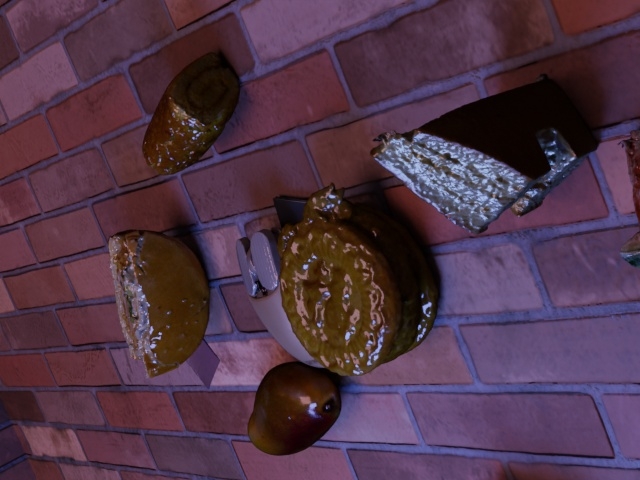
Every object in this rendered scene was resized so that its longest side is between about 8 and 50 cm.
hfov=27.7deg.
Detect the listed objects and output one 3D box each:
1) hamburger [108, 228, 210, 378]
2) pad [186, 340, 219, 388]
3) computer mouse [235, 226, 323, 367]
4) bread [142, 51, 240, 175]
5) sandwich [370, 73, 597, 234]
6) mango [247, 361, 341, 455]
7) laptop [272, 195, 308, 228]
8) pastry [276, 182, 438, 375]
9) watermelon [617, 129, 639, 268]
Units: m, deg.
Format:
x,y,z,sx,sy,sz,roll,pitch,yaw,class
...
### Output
x,y,z,sx,sy,sz,roll,pitch,yaw,class
-0.266,0.093,2.220,0.144,0.157,0.282,-127,28,-53,hamburger
-0.250,0.178,2.402,0.187,0.006,0.113,50,145,19,pad
-0.045,0.090,1.938,0.236,0.082,0.145,60,152,-8,computer mouse
-0.194,-0.185,1.941,0.103,0.132,0.172,39,146,-4,bread
0.171,-0.087,1.365,0.122,0.236,0.128,-42,75,46,sandwich
-0.045,0.264,2.056,0.133,0.111,0.267,44,146,1,mango
0.000,0.000,1.889,0.180,0.016,0.129,8,119,53,laptop
0.046,0.060,1.757,0.240,0.132,0.235,-46,68,45,pastry
0.370,-0.040,1.288,0.098,0.121,0.158,-40,33,43,watermelon
